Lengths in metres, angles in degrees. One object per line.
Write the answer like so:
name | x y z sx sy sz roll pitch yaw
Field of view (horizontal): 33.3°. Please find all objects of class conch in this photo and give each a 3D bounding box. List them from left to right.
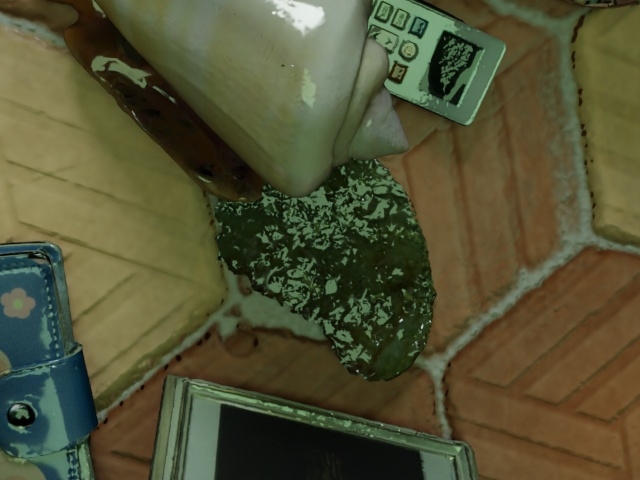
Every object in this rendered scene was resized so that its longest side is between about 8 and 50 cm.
conch | -0.051 -0.126 0.631 0.255 0.158 0.127 44 59 10

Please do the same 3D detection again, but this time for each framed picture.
framed picture | 0.006 0.195 0.620 0.231 0.293 0.018 15 122 -12

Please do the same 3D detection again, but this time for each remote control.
remote control | 0.035 -0.135 0.695 0.166 0.029 0.065 22 102 -11

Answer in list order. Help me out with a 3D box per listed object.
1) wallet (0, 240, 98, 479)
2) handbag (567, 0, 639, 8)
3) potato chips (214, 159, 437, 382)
wallet | -0.215 0.105 0.681 0.141 0.059 0.202 -7 98 -1
handbag | 0.210 -0.249 0.661 0.179 0.116 0.205 12 96 -12
potato chips | 0.000 0.000 0.716 0.142 0.026 0.209 -14 101 -4
